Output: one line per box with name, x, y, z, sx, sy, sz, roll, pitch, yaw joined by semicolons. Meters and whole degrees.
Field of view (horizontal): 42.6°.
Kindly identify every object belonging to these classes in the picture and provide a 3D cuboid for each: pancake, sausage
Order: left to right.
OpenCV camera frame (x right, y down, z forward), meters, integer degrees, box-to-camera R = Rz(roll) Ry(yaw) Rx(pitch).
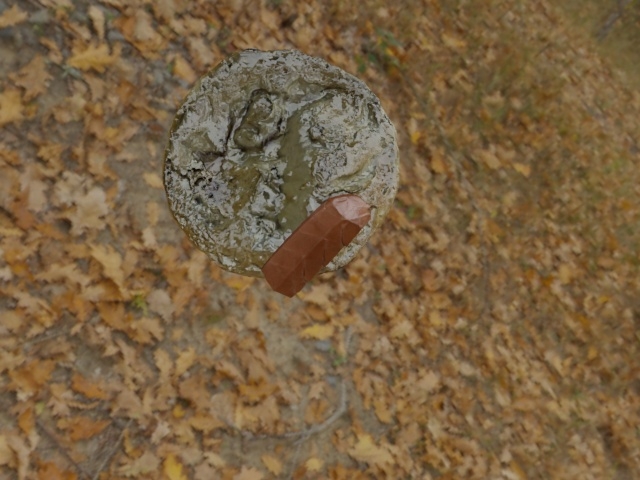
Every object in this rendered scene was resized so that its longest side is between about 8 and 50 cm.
pancake;-0.059;-0.118;1.263;0.387;0.387;0.082;58;-11;16
sausage;-0.001;0.000;1.029;0.065;0.169;0.065;33;29;-22
